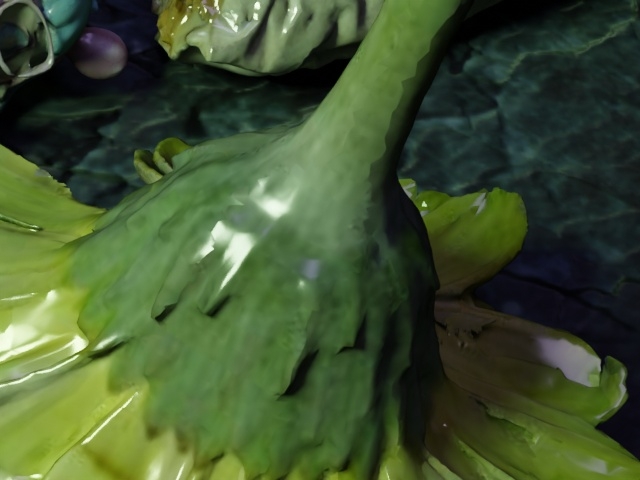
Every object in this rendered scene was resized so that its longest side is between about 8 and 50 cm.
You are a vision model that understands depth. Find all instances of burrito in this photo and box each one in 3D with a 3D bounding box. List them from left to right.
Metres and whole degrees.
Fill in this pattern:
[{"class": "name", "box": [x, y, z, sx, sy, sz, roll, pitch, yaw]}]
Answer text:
[{"class": "burrito", "box": [0.073, -0.164, 0.950, 0.392, 0.076, 0.117, -23, 46, -33]}]

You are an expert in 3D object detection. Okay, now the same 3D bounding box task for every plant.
[{"class": "plant", "box": [-0.009, 0.047, 0.638, 0.306, 0.297, 0.261, 9, 72, -24]}]

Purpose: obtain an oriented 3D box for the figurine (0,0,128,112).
[{"class": "figurine", "box": [-0.218, -0.104, 0.784, 0.260, 0.205, 0.103, -26, 11, -28]}]
